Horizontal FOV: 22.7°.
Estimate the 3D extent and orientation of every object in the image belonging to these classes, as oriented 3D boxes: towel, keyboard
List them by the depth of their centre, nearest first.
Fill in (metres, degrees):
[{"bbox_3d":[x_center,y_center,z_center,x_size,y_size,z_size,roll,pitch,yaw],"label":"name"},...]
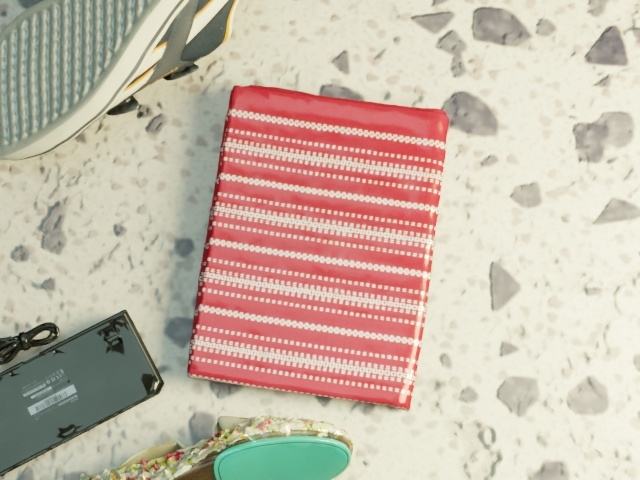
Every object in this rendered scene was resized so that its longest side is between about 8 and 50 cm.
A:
[{"bbox_3d":[-0.235,0.122,1.359,0.180,0.023,0.108,-27,80,-7],"label":"keyboard"},{"bbox_3d":[0.000,0.000,1.384,0.199,0.031,0.274,8,75,3],"label":"towel"}]

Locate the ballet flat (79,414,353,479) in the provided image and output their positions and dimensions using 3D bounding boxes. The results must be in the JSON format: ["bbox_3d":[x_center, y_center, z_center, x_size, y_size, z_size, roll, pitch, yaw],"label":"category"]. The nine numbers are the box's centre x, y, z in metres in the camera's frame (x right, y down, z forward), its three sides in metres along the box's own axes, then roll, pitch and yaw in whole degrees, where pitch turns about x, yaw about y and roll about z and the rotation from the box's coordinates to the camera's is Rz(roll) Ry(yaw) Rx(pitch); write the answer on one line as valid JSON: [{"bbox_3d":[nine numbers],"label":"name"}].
[{"bbox_3d":[-0.095,0.185,1.306,0.241,0.091,0.077,-18,41,-8],"label":"ballet flat"}]

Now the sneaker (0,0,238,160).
[{"bbox_3d":[-0.170,-0.181,1.410,0.321,0.127,0.126,-41,67,15],"label":"sneaker"}]
